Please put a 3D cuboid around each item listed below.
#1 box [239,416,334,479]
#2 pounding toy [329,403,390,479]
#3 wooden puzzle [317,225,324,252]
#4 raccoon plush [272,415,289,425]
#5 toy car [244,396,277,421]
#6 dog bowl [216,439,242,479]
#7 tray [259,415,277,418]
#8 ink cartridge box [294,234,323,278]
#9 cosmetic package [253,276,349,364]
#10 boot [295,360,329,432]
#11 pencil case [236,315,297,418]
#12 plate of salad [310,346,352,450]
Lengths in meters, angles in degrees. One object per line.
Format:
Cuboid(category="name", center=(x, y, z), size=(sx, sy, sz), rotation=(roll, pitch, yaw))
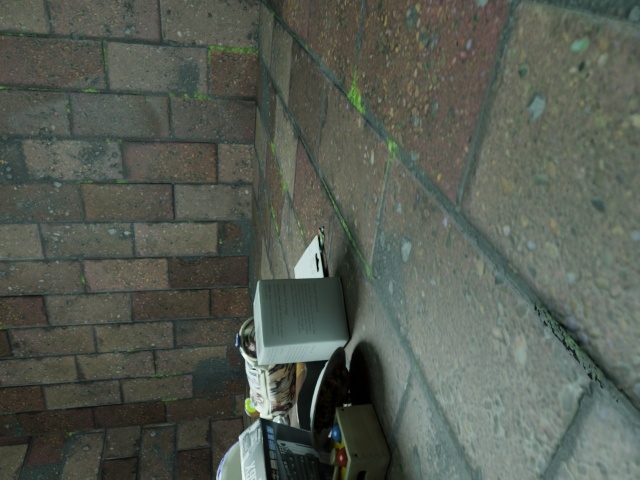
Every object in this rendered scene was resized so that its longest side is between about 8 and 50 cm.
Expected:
Cuboid(category="box", center=(-0.018, 0.496, 0.913), size=(0.076, 0.242, 0.307), rotation=(-46, 34, 23))
Cuboid(category="pounding toy", center=(0.052, 0.392, 0.904), size=(0.130, 0.100, 0.141), rotation=(-111, 24, -56))
Cuboid(category="wooden puzzle", center=(0.000, 0.000, 1.304), size=(0.049, 0.006, 0.083), rotation=(-116, 28, -61))
Cuboid(category="raccoon plush", center=(-0.239, 0.851, 1.745), size=(0.216, 0.299, 0.446), rotation=(102, 162, -44))
Cuboid(category="toy car", center=(-0.216, 0.691, 1.939), size=(0.155, 0.149, 0.188), rotation=(99, 172, -77))
Cuboid(category="dog bowl", center=(-0.188, 0.742, 1.596), size=(0.104, 0.265, 0.265), rotation=(116, 150, -58))
Cuboid(category="tray", center=(-0.216, 0.879, 2.018), size=(0.411, 0.076, 0.203), rotation=(-92, 10, -47))
Cuboid(category="ink cartridge box", center=(-0.016, 0.092, 1.342), size=(0.179, 0.045, 0.145), rotation=(127, 142, -49))
Cuboid(category="cosmetic package", center=(-0.049, 0.180, 1.139), size=(0.151, 0.184, 0.151), rotation=(113, 152, -60))
Cuboid(category="boot", center=(-0.040, 0.366, 1.310), size=(0.280, 0.096, 0.264), rotation=(119, 147, -66))
Cuboid(category="pencil case", center=(-0.152, 0.386, 1.530), size=(0.410, 0.160, 0.183), rotation=(91, -159, -49))
Cuboid(category="plate of salad", center=(0.027, 0.308, 0.994), size=(0.200, 0.048, 0.200), rotation=(11, -90, -72))
